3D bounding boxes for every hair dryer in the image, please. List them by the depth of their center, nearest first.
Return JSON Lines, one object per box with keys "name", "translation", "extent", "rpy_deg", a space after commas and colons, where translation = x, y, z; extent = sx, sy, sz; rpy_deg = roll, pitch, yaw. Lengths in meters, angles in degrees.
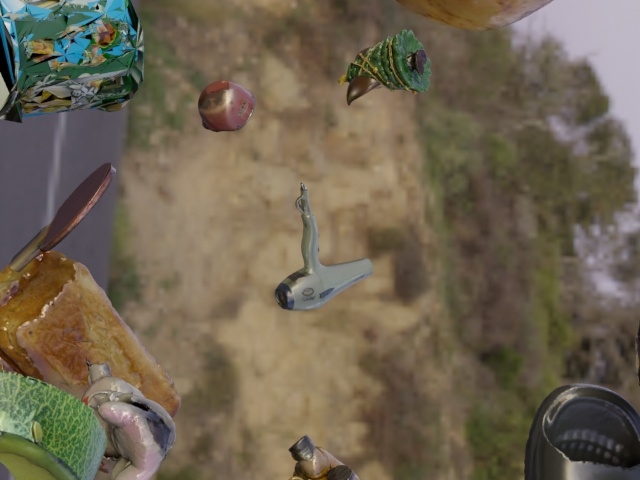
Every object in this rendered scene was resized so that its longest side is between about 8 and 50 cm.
{"name": "hair dryer", "translation": [0.014, 0.006, 2.279], "extent": [0.067, 0.167, 0.199], "rpy_deg": [24, -69, 46]}

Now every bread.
{"name": "bread", "translation": [-0.360, 0.178, 2.224], "extent": [0.195, 0.149, 0.344], "rpy_deg": [-47, 128, -24]}

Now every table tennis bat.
{"name": "table tennis bat", "translation": [-0.345, -0.025, 2.023], "extent": [0.220, 0.019, 0.130], "rpy_deg": [-39, -160, 30]}

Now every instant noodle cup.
{"name": "instant noodle cup", "translation": [-0.362, -0.260, 1.956], "extent": [0.240, 0.178, 0.240], "rpy_deg": [23, -59, 44]}

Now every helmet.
{"name": "helmet", "translation": [-0.125, -0.168, 1.850], "extent": [0.049, 0.084, 0.065], "rpy_deg": [40, 64, -46]}

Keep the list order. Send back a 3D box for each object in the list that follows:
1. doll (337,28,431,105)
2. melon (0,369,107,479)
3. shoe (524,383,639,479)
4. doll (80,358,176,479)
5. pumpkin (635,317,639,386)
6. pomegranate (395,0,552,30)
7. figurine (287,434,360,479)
{"name": "doll", "translation": [0.067, -0.207, 1.772], "extent": [0.077, 0.113, 0.078], "rpy_deg": [68, 29, -49]}
{"name": "melon", "translation": [-0.293, 0.166, 1.338], "extent": [0.118, 0.209, 0.064], "rpy_deg": [109, -11, -53]}
{"name": "shoe", "translation": [0.222, 0.242, 1.242], "extent": [0.093, 0.108, 0.241], "rpy_deg": [-141, -122, -74]}
{"name": "doll", "translation": [-0.242, 0.227, 1.860], "extent": [0.192, 0.095, 0.149], "rpy_deg": [10, -63, 64]}
{"name": "pumpkin", "translation": [0.348, 0.092, 1.136], "extent": [0.163, 0.233, 0.233], "rpy_deg": [-49, 154, -37]}
{"name": "pomegranate", "translation": [0.126, -0.286, 1.245], "extent": [0.248, 0.248, 0.248], "rpy_deg": [2, 90, -90]}
{"name": "figurine", "translation": [-0.051, 0.398, 2.054], "extent": [0.257, 0.192, 0.167], "rpy_deg": [-46, -173, -10]}
